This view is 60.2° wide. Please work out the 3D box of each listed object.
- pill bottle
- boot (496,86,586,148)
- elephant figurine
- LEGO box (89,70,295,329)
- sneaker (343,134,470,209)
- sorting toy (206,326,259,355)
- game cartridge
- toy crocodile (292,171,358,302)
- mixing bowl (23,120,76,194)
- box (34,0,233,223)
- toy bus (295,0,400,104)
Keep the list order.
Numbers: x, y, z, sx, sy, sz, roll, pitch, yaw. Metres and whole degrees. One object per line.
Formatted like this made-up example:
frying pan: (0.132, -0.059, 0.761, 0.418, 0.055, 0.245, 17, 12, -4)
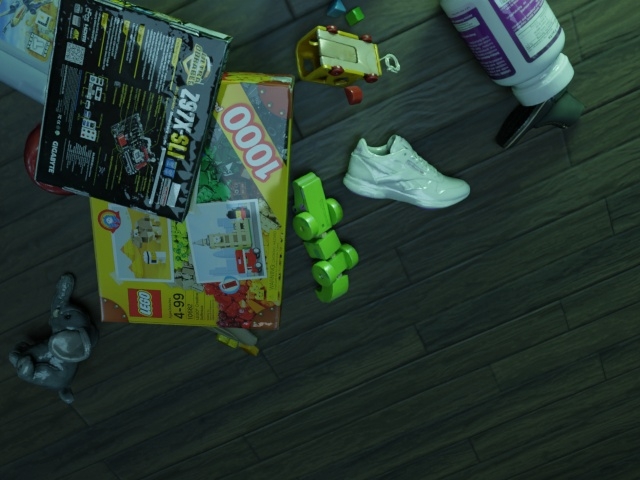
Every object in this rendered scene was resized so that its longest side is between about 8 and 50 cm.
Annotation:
pill bottle: (0.398, -0.435, 1.153, 0.169, 0.169, 0.301, -39, 113, 11)
boot: (0.524, -0.274, 1.296, 0.137, 0.077, 0.198, 30, 109, -23)
elephant figurine: (-0.628, 0.242, 1.367, 0.239, 0.169, 0.186, -44, 142, -3)
LEGO box: (-0.251, -0.088, 1.118, 0.372, 0.193, 0.500, 3, 114, -3)
sneaker: (0.213, -0.159, 1.287, 0.305, 0.114, 0.152, 8, 115, -10)
sorting toy: (-0.269, 0.202, 1.369, 0.229, 0.041, 0.307, 13, 156, 23)
game cartridge: (-0.548, -0.433, 1.053, 0.198, 0.062, 0.297, 27, 103, 3)
toy crocodile: (0.000, 0.000, 1.350, 0.115, 0.105, 0.341, -38, 120, -35)
mixing bowl: (-0.568, -0.169, 1.205, 0.181, 0.098, 0.181, -2, 115, -4)
box: (-0.312, -0.215, 0.915, 0.257, 0.079, 0.322, 15, 111, -10)
toy bus: (0.043, -0.378, 1.173, 0.202, 0.191, 0.104, 47, 145, -22)
